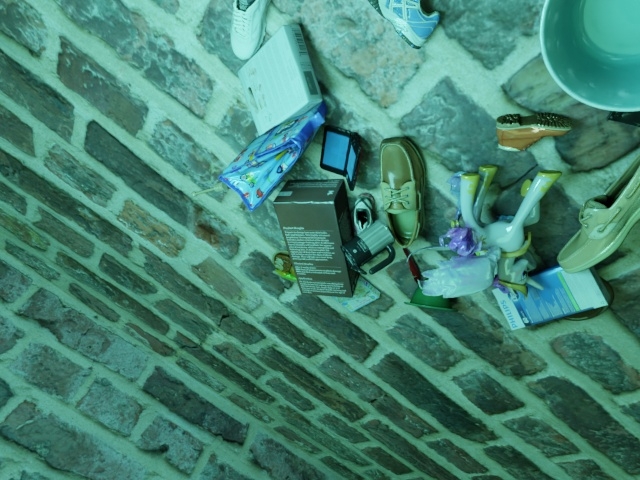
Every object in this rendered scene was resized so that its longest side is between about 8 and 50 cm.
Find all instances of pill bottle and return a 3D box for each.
[{"bbox_3d":[0.548,0.076,1.209,0.067,0.067,0.120,41,132,-13],"label":"pill bottle"}]

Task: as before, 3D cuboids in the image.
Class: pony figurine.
[{"bbox_3d":[0.413,-0.002,1.081,0.352,0.302,0.363,-1,113,5],"label":"pony figurine"}]

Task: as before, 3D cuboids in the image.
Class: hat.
[{"bbox_3d":[0.365,0.129,1.368,0.173,0.183,0.209,4,172,29],"label":"hat"}]

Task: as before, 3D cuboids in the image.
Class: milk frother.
[{"bbox_3d":[0.140,0.029,1.237,0.129,0.135,0.143,56,172,-6],"label":"milk frother"}]

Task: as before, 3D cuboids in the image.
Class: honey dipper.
[{"bbox_3d":[-0.384,-0.170,1.437,0.161,0.030,0.030,-10,124,33],"label":"honey dipper"}]

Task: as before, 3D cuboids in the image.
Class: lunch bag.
[{"bbox_3d":[-0.095,-0.241,1.112,0.293,0.220,0.138,-28,113,38],"label":"lunch bag"}]

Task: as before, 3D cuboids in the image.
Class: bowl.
[{"bbox_3d":[0.551,-0.398,0.717,0.312,0.163,0.311,15,128,20],"label":"bowl"}]

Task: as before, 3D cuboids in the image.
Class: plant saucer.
[{"bbox_3d":[0.744,0.175,1.231,0.199,0.036,0.198,13,132,15],"label":"plant saucer"}]

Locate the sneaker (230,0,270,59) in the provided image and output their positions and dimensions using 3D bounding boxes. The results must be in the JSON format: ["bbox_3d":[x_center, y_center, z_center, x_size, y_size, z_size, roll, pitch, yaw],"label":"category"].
[{"bbox_3d":[-0.174,-0.533,0.985,0.090,0.094,0.235,27,136,-2],"label":"sneaker"}]

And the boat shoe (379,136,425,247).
[{"bbox_3d":[0.226,-0.119,1.146,0.123,0.119,0.323,-2,128,26],"label":"boat shoe"}]

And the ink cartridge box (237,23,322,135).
[{"bbox_3d":[-0.107,-0.395,1.063,0.232,0.066,0.188,-14,96,55],"label":"ink cartridge box"}]

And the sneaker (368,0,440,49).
[{"bbox_3d":[0.161,-0.505,0.880,0.211,0.080,0.081,35,128,-20],"label":"sneaker"}]

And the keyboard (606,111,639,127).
[{"bbox_3d":[0.655,-0.323,0.851,0.108,0.023,0.180,14,132,3],"label":"keyboard"}]

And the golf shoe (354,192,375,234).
[{"bbox_3d":[0.130,-0.048,1.275,0.068,0.085,0.186,3,131,21],"label":"golf shoe"}]

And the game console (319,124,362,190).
[{"bbox_3d":[0.053,-0.225,1.159,0.085,0.124,0.143,-1,134,-10],"label":"game console"}]

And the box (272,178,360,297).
[{"bbox_3d":[0.000,0.000,1.336,0.191,0.143,0.381,2,130,19],"label":"box"}]

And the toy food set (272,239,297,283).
[{"bbox_3d":[-0.118,0.090,1.535,0.133,0.038,0.192,21,134,6],"label":"toy food set"}]

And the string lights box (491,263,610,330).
[{"bbox_3d":[0.644,0.151,1.189,0.260,0.077,0.133,-30,80,39],"label":"string lights box"}]

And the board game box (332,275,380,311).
[{"bbox_3d":[0.127,0.197,1.527,0.103,0.026,0.154,41,132,-13],"label":"board game box"}]

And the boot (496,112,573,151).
[{"bbox_3d":[0.490,-0.246,0.969,0.158,0.059,0.084,8,135,29],"label":"boot"}]

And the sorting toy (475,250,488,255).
[{"bbox_3d":[0.478,0.020,1.218,0.083,0.045,0.075,-26,95,38],"label":"sorting toy"}]

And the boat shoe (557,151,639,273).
[{"bbox_3d":[0.681,-0.063,1.005,0.110,0.121,0.341,31,124,3],"label":"boat shoe"}]
